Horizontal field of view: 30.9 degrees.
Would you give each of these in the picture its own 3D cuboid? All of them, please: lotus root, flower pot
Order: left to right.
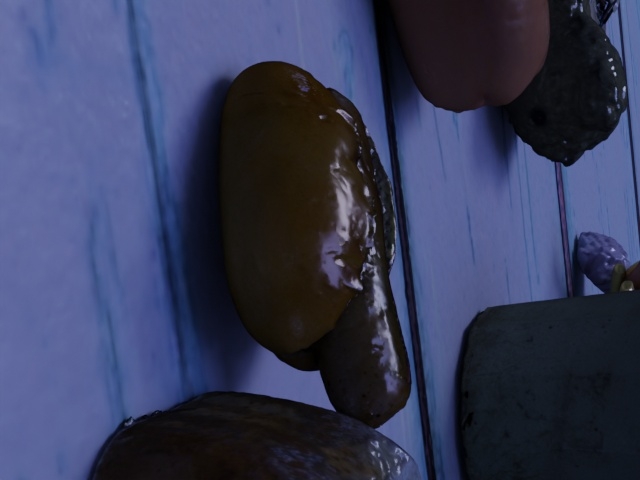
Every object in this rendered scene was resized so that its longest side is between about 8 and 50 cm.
[{"bbox_3d":[-0.018,0.112,0.375,0.122,0.081,0.112,-15,107,-66],"label":"lotus root"},{"bbox_3d":[0.197,0.116,0.690,0.212,0.202,0.212,-5,90,-67],"label":"flower pot"}]

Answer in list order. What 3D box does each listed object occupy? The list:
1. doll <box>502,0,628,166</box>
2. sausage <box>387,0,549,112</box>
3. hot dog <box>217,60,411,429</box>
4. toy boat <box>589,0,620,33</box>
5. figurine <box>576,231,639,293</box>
[{"bbox_3d":[0.152,-0.202,0.787,0.203,0.091,0.286,-120,-155,-64],"label":"doll"},{"bbox_3d":[0.055,-0.198,0.569,0.086,0.086,0.289,-58,139,-53],"label":"sausage"},{"bbox_3d":[-0.001,-0.001,0.428,0.090,0.060,0.140,54,33,-52],"label":"hot dog"},{"bbox_3d":[0.217,-0.184,0.954,0.084,0.066,0.210,22,67,-62],"label":"toy boat"},{"bbox_3d":[0.277,0.082,0.981,0.175,0.115,0.240,-70,146,-43],"label":"figurine"}]
